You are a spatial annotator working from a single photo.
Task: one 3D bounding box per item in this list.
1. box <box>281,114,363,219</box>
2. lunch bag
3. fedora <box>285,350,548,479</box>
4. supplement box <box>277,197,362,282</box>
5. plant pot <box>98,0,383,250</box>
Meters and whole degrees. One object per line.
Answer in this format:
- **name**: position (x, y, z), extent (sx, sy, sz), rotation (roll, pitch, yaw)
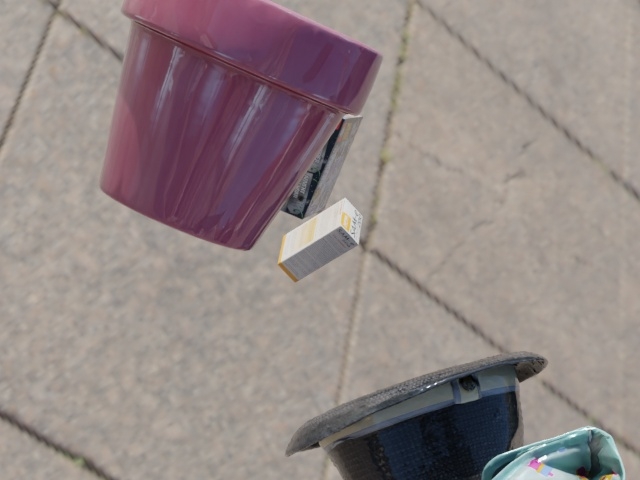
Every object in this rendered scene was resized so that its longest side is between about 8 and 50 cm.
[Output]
- **box**: position (0.001, -0.070, 1.342), extent (0.027, 0.094, 0.137), rotation (23, 9, 5)
- **lunch bag**: position (0.230, 0.343, 1.586), extent (0.262, 0.160, 0.223), rotation (-45, 138, -44)
- **fedora**: position (0.130, 0.245, 1.768), extent (0.334, 0.334, 0.153), rotation (-5, 72, -48)
- **supplement box**: position (0.000, 0.000, 1.826), extent (0.036, 0.098, 0.062), rotation (47, 28, -23)
- **plant pot**: position (-0.075, -0.098, 1.166), extent (0.201, 0.201, 0.180), rotation (19, 96, -38)
